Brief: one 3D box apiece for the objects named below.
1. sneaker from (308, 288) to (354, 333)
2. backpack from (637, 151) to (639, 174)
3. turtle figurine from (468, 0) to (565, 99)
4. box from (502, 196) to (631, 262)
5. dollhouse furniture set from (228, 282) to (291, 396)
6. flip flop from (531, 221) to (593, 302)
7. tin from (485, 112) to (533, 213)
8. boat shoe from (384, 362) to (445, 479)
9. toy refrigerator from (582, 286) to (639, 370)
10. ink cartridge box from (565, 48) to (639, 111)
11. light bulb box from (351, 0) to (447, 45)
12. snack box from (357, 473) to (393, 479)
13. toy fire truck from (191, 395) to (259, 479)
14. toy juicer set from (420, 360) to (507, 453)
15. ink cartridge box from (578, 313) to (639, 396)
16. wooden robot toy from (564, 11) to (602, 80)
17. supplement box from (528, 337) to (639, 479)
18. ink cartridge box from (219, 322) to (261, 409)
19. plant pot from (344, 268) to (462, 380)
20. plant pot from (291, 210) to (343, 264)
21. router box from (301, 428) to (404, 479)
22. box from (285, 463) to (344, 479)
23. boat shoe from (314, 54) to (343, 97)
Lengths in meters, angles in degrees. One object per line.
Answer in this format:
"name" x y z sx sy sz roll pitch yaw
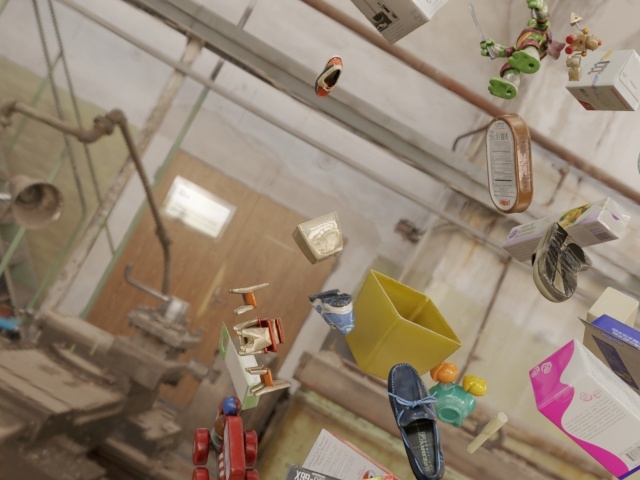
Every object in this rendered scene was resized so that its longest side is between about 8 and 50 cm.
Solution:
"sneaker" 0.025 0.162 1.706 0.080 0.081 0.211 -16 8 -10
"backpack" 0.697 -0.171 1.302 0.191 0.253 0.225 9 25 -46
"turtle figurine" 0.440 -0.480 1.723 0.198 0.266 0.275 -13 -50 36
"box" 0.511 -0.017 1.563 0.067 0.063 0.324 38 -21 -9
"dollhouse furniture set" -0.141 0.240 1.870 0.135 0.262 0.259 -12 -3 -13
"flip flop" 0.429 0.048 1.355 0.112 0.080 0.277 48 34 3
"tin" 0.355 -0.144 1.397 0.040 0.190 0.106 -8 9 -15
"boat shoe" 0.208 0.370 1.518 0.089 0.109 0.258 83 -13 -65
"toy refrigerator" 0.747 0.247 1.928 0.094 0.102 0.269 31 -26 34
"ink cartridge box" 0.829 -0.457 2.116 0.128 0.127 0.176 35 -9 -31
"light bulb box" 0.217 -0.787 1.945 0.361 0.358 0.225 45 -18 -14
"snack box" 0.024 0.446 1.160 0.207 0.070 0.174 -11 -39 4
"toy fire truck" -0.238 0.546 1.931 0.169 0.254 0.302 7 38 -14
"toy juicer set" 0.374 0.419 1.958 0.329 0.209 0.089 42 37 -17
"ink cartridge box" 0.694 0.266 1.606 0.333 0.065 0.165 47 -8 -37
"wooden robot toy" 0.654 -0.479 1.829 0.079 0.173 0.076 10 28 31
"supplement box" 0.484 0.294 1.288 0.220 0.111 0.114 40 25 -15
"ink cartridge box" -0.251 0.387 2.307 0.171 0.056 0.235 108 -36 -50
"plant pot" 0.182 0.232 1.831 0.212 0.187 0.212 26 20 -29
"plant pot" 0.000 0.000 1.857 0.109 0.109 0.096 129 -60 -73
"router box" 0.038 0.666 1.747 0.082 0.335 0.301 35 -9 -38
"box" 0.048 0.591 1.411 0.307 0.242 0.076 15 -47 5
"boat shoe" 0.021 -0.391 1.797 0.049 0.043 0.137 3 -30 -22
